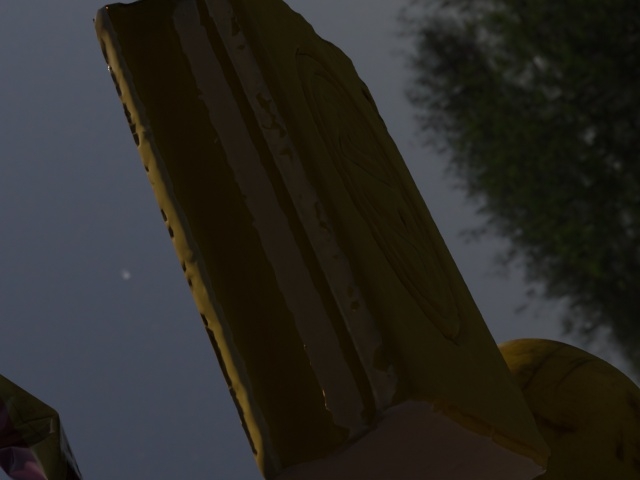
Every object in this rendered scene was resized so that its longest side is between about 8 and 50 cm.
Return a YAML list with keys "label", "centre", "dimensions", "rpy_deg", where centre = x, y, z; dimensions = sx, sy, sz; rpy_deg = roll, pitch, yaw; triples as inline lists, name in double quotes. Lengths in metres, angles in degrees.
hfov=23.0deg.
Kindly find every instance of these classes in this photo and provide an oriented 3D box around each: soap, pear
- label: "soap"
  centre: [0.000, -0.001, 0.896]
  dimensions: [0.204, 0.096, 0.324]
  rpy_deg: [32, -151, -56]
- label: "pear"
  centre: [0.197, 0.228, 1.461]
  dimensions: [0.281, 0.280, 0.281]
  rpy_deg: [50, -162, -23]

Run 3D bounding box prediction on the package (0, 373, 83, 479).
- label: "package"
  centre: [-0.108, 0.083, 0.600]
  dimensions: [0.083, 0.029, 0.059]
  rpy_deg: [53, 166, 36]
